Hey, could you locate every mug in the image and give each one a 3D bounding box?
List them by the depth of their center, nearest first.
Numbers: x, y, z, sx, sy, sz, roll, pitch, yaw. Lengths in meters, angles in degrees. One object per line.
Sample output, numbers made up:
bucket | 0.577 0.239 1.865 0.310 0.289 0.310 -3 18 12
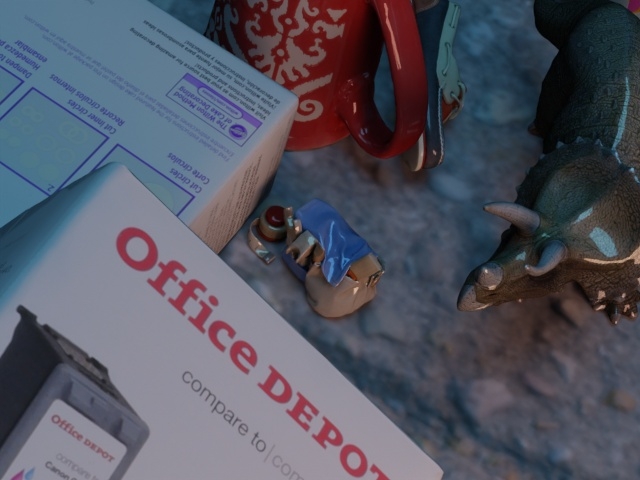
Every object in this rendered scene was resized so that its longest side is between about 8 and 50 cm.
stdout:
mug | 0.011 -0.140 1.058 0.150 0.169 0.113 24 54 3

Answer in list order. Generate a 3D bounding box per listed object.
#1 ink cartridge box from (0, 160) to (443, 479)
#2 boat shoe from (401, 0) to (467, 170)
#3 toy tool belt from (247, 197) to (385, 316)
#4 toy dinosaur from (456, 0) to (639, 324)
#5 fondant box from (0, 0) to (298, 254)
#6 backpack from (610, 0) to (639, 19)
ink cartridge box | -0.118 0.153 0.776 0.226 0.131 0.306 45 56 -16
boat shoe | 0.069 -0.098 1.121 0.043 0.049 0.137 8 50 -11
toy tool belt | 0.000 0.000 1.033 0.083 0.051 0.052 43 57 16
toy dinosaur | 0.161 -0.055 1.043 0.121 0.160 0.313 21 55 0
fondant box | -0.201 -0.014 0.967 0.238 0.096 0.330 33 55 9
backpack | 0.239 -0.200 1.157 0.144 0.166 0.188 1 53 -24
